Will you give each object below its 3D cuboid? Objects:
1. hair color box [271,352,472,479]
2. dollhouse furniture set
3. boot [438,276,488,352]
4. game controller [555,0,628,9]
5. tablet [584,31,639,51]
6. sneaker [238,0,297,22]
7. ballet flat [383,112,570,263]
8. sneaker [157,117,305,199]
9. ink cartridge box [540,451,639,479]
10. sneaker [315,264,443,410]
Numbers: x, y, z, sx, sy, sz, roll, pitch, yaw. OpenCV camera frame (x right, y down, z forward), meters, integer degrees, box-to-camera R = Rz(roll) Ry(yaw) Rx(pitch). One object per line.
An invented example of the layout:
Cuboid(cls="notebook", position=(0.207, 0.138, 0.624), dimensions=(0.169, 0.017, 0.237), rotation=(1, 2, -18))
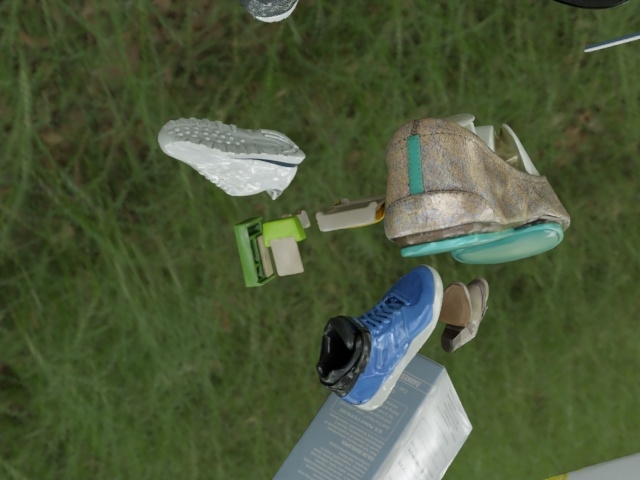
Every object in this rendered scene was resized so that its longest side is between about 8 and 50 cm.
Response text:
Cuboid(cls="hair color box", position=(0.025, 0.317, 1.399), dimensions=(0.374, 0.113, 0.185), rotation=(-55, 148, -18))
Cuboid(cls="dollhouse furniture set", position=(0.000, 0.000, 1.040), dimensions=(0.151, 0.059, 0.076), rotation=(-10, -171, 21))
Cuboid(cls="boot", position=(0.166, 0.070, 1.346), dimensions=(0.087, 0.042, 0.118), rotation=(-48, 154, -41))
Cuboid(cls="game controller", position=(0.070, -0.260, 0.697), dimensions=(0.067, 0.319, 0.166), rotation=(-42, 156, -58))
Cuboid(cls="tablet", position=(0.406, -0.274, 1.633), dimensions=(0.083, 0.006, 0.054), rotation=(-14, -169, 16))
Cuboid(cls="sneaker", position=(-0.012, -0.148, 0.633), dimensions=(0.083, 0.031, 0.035), rotation=(-44, 175, -34))
Cuboid(cls="ballet flat", position=(0.124, -0.041, 0.902), dimensions=(0.107, 0.106, 0.316), rotation=(-13, 173, 17))
Cuboid(cls="sneaker", position=(-0.131, -0.109, 1.678), dimensions=(0.235, 0.090, 0.095), rotation=(9, 125, -37))
Cuboid(cls="ink cartridge box", position=(0.268, 0.332, 1.042), dimensions=(0.384, 0.160, 0.279), rotation=(-16, 134, 1))
Cuboid(cls="sneaker", position=(0.052, 0.080, 1.112), dimensions=(0.084, 0.058, 0.152), rotation=(33, 88, -41))
